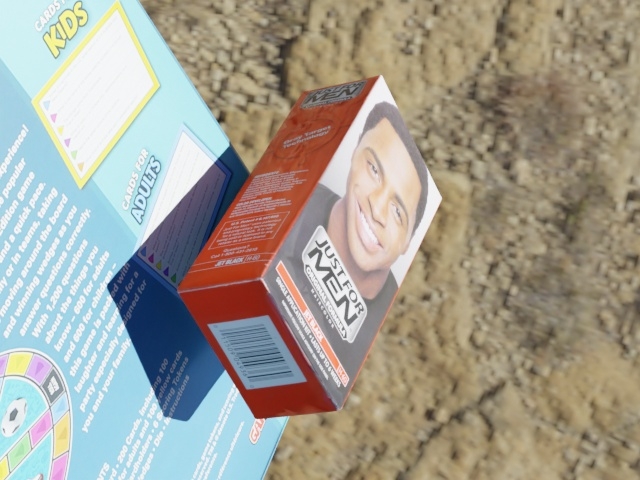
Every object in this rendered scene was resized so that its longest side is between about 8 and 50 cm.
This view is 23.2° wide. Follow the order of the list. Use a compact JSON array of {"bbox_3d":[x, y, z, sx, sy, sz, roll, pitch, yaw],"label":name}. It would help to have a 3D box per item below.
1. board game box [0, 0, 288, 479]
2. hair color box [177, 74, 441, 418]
[{"bbox_3d":[-0.130,0.024,0.567,0.336,0.079,0.253,58,45,-43],"label":"board game box"},{"bbox_3d":[0.000,0.000,0.646,0.072,0.043,0.141,61,36,-28],"label":"hair color box"}]
